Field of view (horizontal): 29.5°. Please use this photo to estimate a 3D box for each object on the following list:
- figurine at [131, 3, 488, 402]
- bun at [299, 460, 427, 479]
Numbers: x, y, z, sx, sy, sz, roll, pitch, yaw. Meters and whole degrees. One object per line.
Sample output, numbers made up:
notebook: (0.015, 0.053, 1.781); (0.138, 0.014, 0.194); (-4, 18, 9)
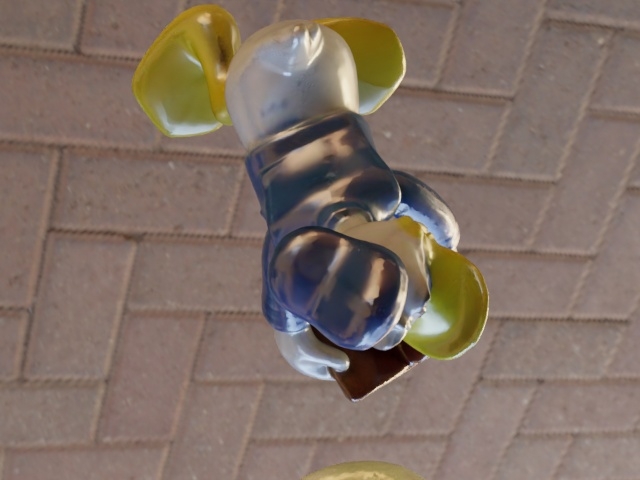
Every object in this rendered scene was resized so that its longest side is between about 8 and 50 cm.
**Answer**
figurine: (0.000, 0.000, 0.801); (0.204, 0.338, 0.283); (-17, 113, 0)
bun: (0.061, 0.462, 1.727); (0.293, 0.293, 0.187); (-29, 160, -8)
